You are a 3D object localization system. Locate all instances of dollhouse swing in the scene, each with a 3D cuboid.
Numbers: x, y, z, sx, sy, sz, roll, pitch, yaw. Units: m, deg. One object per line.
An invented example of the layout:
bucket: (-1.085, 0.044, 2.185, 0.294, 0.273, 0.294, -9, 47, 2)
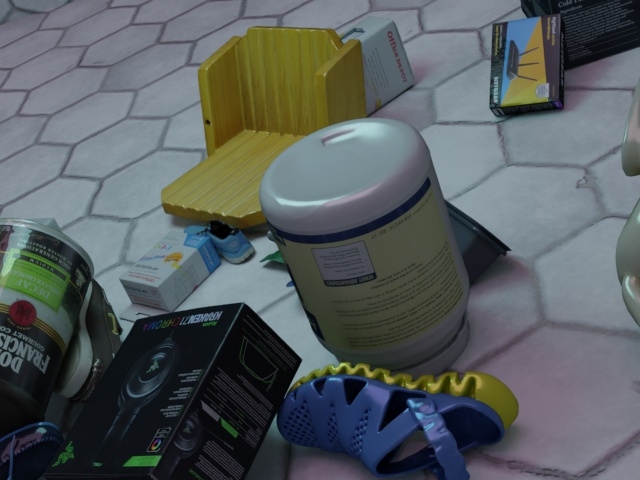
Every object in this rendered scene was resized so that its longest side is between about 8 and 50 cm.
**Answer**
dollhouse swing: (-0.140, -0.226, 2.021, 0.347, 0.315, 0.305, 13, 26, 42)

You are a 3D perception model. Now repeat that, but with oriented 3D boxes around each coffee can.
coffee can: (-0.478, 0.133, 1.600, 0.202, 0.201, 0.275, -6, 51, 23)

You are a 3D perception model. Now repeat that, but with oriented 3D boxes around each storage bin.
storage bin: (0.216, 0.011, 1.629, 0.091, 0.098, 0.135, -51, 34, 5)

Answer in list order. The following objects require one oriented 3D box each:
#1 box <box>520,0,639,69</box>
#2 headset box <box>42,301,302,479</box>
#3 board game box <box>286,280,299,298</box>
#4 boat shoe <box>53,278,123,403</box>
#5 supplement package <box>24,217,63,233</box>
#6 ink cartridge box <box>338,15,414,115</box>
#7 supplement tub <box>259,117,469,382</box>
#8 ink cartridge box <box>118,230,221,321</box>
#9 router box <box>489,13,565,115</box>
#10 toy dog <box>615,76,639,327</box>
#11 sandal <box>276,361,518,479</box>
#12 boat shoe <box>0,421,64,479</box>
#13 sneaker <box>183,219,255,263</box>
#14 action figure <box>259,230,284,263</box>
box: (0.495, -0.565, 2.111, 0.179, 0.312, 0.343, -18, 33, 6)
headset box: (-0.197, 0.240, 1.389, 0.246, 0.131, 0.283, -11, 41, 44)
board game box: (0.032, 0.064, 1.689, 0.169, 0.033, 0.133, -9, 10, 39)
boat shoe: (-0.378, 0.161, 1.737, 0.116, 0.097, 0.324, -52, 27, 14)
supplement package: (-0.567, 0.117, 1.838, 0.175, 0.177, 0.293, -2, 36, 29)
ink cartridge box: (0.074, -0.343, 2.174, 0.212, 0.154, 0.093, -36, 33, -20)
supplement tub: (0.072, 0.021, 1.461, 0.236, 0.324, 0.235, -15, 32, 10)
ink cartridge box: (-0.275, 0.064, 1.854, 0.104, 0.061, 0.181, 8, 43, 39)
router box: (0.388, -0.328, 1.983, 0.133, 0.046, 0.178, -4, 71, 26)
toy dog: (0.588, -0.040, 1.299, 0.408, 0.284, 0.395, 2, 39, 30)
sandal: (0.082, 0.237, 1.331, 0.317, 0.126, 0.138, -5, 39, 27)
boat shoe: (-0.462, 0.367, 1.494, 0.258, 0.109, 0.089, -42, 41, -2)
sneaker: (-0.188, -0.012, 1.906, 0.162, 0.073, 0.063, 10, 44, 40)
action figure: (0.000, 0.000, 1.760, 0.137, 0.063, 0.232, -45, 29, -21)
